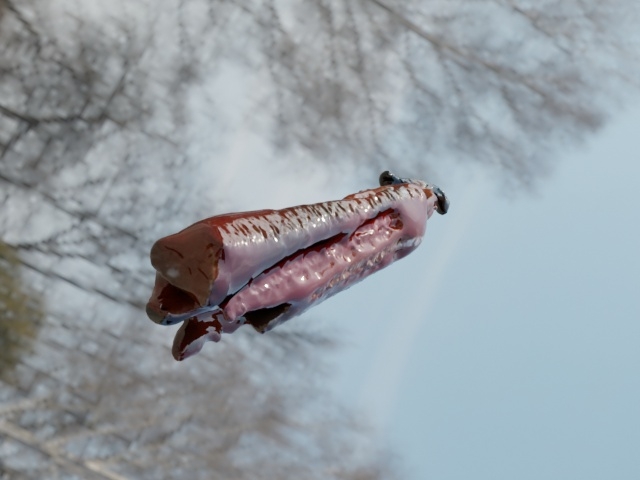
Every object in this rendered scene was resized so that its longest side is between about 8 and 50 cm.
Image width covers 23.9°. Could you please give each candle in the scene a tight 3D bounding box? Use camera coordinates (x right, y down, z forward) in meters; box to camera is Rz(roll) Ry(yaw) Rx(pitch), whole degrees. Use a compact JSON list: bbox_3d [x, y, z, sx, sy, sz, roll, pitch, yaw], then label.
[{"bbox_3d":[0.000,0.000,0.854,0.302,0.059,0.084,-23,156,-55],"label":"candle"}]
